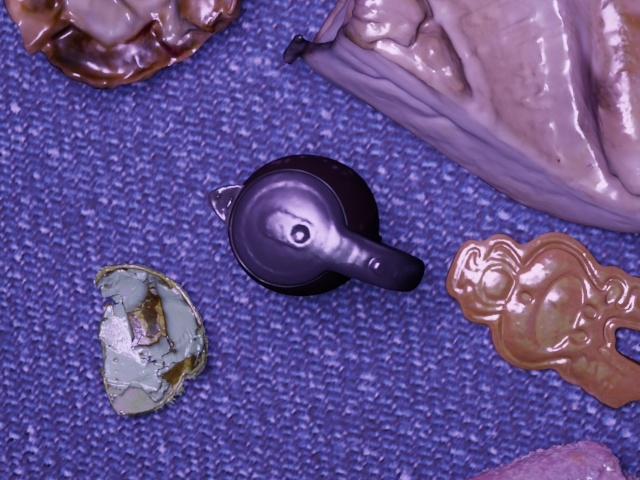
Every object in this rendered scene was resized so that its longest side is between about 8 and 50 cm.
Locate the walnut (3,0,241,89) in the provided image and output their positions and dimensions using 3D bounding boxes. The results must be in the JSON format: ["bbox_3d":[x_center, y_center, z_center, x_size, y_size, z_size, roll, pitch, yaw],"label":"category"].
[{"bbox_3d":[-0.191,-0.256,1.150,0.238,0.141,0.204,14,106,4],"label":"walnut"}]

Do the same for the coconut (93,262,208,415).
[{"bbox_3d":[-0.177,0.104,1.201,0.133,0.055,0.158,10,95,3],"label":"coconut"}]

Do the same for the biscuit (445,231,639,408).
[{"bbox_3d":[0.243,0.070,1.175,0.236,0.040,0.144,24,89,2],"label":"biscuit"}]

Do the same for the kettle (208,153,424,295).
[{"bbox_3d":[0.000,0.000,1.092,0.202,0.232,0.144,28,95,3],"label":"kettle"}]

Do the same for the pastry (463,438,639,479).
[{"bbox_3d":[0.224,0.265,1.147,0.265,0.103,0.112,-6,109,-1],"label":"pastry"}]

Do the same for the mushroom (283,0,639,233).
[{"bbox_3d":[0.219,-0.200,1.098,0.397,0.224,0.313,34,81,-4],"label":"mushroom"}]
